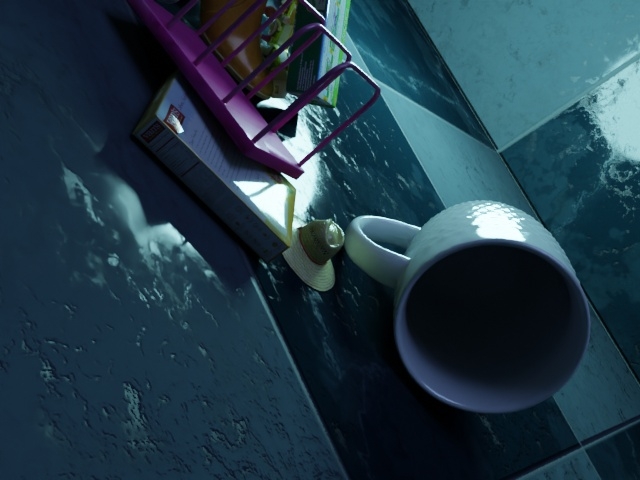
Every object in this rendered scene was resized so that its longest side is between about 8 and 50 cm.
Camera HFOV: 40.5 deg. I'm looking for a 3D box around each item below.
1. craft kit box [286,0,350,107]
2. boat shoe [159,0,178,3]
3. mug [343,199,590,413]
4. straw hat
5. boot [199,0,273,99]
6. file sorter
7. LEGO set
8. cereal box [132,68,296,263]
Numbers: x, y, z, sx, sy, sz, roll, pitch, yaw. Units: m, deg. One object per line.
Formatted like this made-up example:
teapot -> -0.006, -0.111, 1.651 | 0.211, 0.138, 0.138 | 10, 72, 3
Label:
craft kit box -> 0.003, -0.358, 1.461 | 0.247, 0.061, 0.249 | -17, 115, -79
boat shoe -> -0.271, -0.454, 1.291 | 0.226, 0.083, 0.076 | 52, 23, -6
mug -> 0.213, 0.056, 1.371 | 0.374, 0.276, 0.328 | 22, 20, -1
straw hat -> 0.000, 0.000, 1.232 | 0.144, 0.061, 0.144 | 43, 25, -26
boot -> -0.104, -0.393, 1.364 | 0.295, 0.211, 0.104 | 53, 14, -5
file sorter -> -0.082, -0.263, 1.185 | 0.290, 0.182, 0.202 | 53, 11, 14
LEGO set -> -0.092, -0.366, 1.516 | 0.107, 0.132, 0.286 | 26, 62, -23
cereal box -> -0.128, -0.100, 1.128 | 0.240, 0.047, 0.173 | 45, 22, -20
